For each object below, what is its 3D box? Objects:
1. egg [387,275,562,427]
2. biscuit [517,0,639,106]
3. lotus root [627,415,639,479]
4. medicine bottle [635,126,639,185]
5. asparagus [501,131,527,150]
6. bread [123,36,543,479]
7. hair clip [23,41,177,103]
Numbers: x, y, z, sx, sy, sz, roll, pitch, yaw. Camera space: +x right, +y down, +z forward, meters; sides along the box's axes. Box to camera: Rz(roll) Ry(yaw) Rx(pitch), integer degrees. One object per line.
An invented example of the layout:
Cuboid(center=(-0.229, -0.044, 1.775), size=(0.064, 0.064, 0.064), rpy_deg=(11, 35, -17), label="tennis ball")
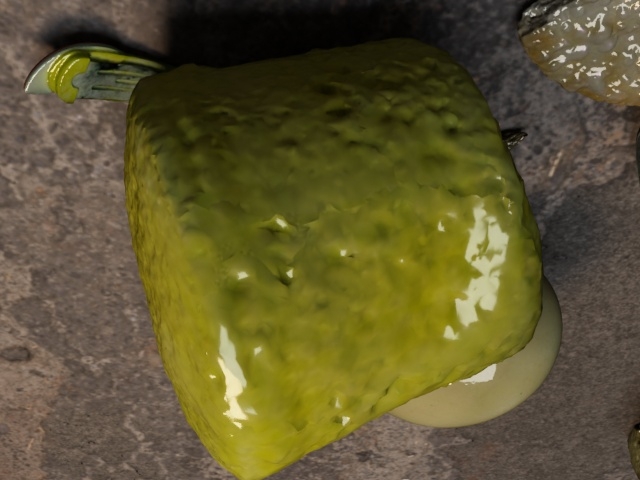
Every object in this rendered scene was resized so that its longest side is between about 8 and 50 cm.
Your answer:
Cuboid(center=(0.139, 0.105, 1.116), size=(0.188, 0.189, 0.253), rpy_deg=(29, 141, -31), label="egg")
Cuboid(center=(0.301, -0.190, 0.895), size=(0.265, 0.040, 0.188), rpy_deg=(1, 139, -6), label="biscuit")
Cuboid(center=(0.482, 0.245, 1.350), size=(0.118, 0.138, 0.235), rpy_deg=(8, 145, 4), label="lotus root")
Cuboid(center=(0.447, -0.080, 0.941), size=(0.293, 0.141, 0.141), rpy_deg=(-14, 138, 4), label="medicine bottle")
Cuboid(center=(0.104, -0.055, 1.054), size=(0.232, 0.022, 0.023), rpy_deg=(-28, 168, 26), label="asparagus")
Cuboid(center=(0.000, 0.000, 0.877), size=(0.307, 0.348, 0.348), rpy_deg=(-18, 139, -5), label="bread")
Cuboid(center=(-0.165, -0.141, 0.935), size=(0.188, 0.033, 0.060), rpy_deg=(8, 135, -30), label="hair clip")
